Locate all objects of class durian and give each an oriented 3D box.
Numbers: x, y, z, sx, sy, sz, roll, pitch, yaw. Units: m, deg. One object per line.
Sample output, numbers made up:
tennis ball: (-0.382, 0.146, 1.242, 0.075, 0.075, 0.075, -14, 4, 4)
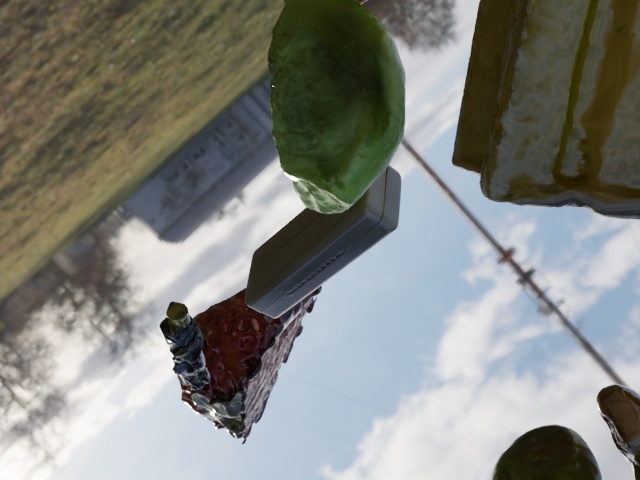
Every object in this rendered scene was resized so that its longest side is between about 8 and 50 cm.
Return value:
durian: (0.016, -0.151, 1.017, 0.101, 0.139, 0.250, 105, -14, -76)

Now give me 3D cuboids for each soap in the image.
soap: (0.289, -0.187, 0.831, 0.169, 0.304, 0.338, -118, -145, -69)

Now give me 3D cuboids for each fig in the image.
fig: (0.315, 0.379, 1.473, 0.167, 0.167, 0.233, -63, 169, -61)

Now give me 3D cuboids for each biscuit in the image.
biscuit: (0.435, 0.304, 1.332, 0.062, 0.237, 0.291, -27, 157, 12)

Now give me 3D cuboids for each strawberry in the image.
strawberry: (-0.123, 0.153, 1.586, 0.253, 0.150, 0.280, 78, 36, -74)

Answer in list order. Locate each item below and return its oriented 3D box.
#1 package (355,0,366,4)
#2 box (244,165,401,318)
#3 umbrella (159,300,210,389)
package: (0.034, -0.388, 1.209, 0.223, 0.288, 0.108, -18, -128, 11)
box: (0.000, 0.000, 1.244, 0.244, 0.055, 0.103, -39, -149, 39)
umbrella: (-0.131, 0.104, 1.000, 0.037, 0.040, 0.144, -12, 148, -6)
